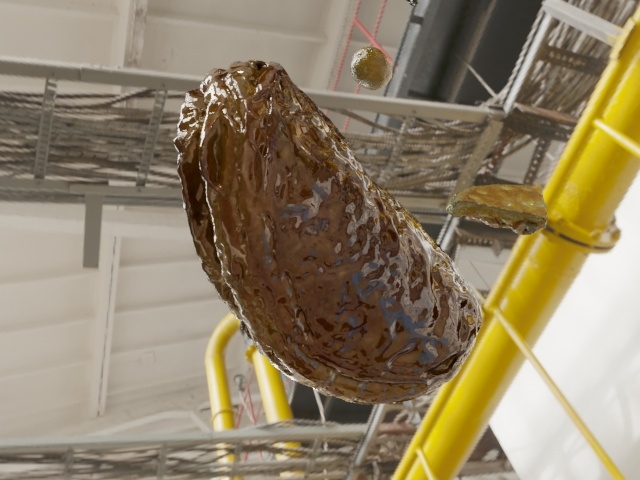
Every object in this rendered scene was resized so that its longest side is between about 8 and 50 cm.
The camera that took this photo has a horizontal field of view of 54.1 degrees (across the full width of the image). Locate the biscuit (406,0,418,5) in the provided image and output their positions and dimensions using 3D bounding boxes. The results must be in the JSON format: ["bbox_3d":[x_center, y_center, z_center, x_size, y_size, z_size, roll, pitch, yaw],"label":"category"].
[{"bbox_3d":[0.114,-0.565,1.172,0.079,0.309,0.186,-24,-55,7],"label":"biscuit"}]

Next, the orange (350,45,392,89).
[{"bbox_3d":[0.108,-0.358,1.311,0.085,0.085,0.095,-40,-48,13],"label":"orange"}]

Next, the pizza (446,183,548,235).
[{"bbox_3d":[0.389,-0.062,1.297,0.292,0.197,0.058,-10,-60,-36],"label":"pizza"}]

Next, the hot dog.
[{"bbox_3d":[0.000,0.000,0.635,0.174,0.267,0.387,-36,-65,18],"label":"hot dog"}]
